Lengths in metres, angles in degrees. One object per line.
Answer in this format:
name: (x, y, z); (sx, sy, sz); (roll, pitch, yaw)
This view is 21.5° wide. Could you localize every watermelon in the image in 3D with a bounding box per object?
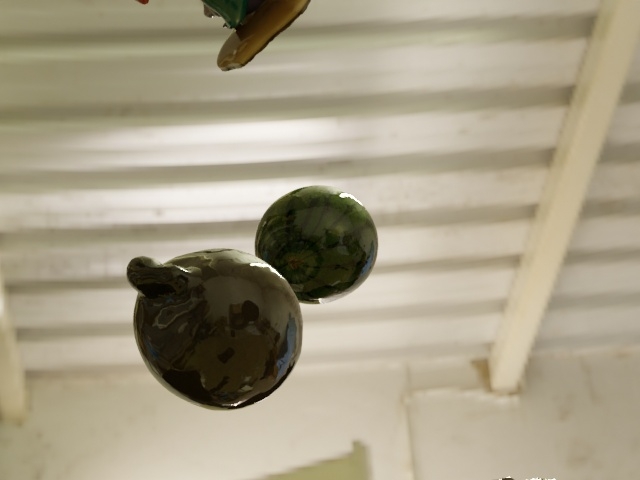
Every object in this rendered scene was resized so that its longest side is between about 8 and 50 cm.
watermelon: (0.000, 0.004, 1.344); (0.109, 0.109, 0.109); (-3, -32, -2)

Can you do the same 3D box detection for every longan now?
longan: (-0.065, 0.047, 1.003); (0.106, 0.106, 0.119); (-27, -55, 32)

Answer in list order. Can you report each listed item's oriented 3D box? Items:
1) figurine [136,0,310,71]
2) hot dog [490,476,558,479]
figurine: (-0.140, -0.328, 1.888); (0.257, 0.208, 0.181); (41, -27, -20)
hot dog: (0.121, 0.339, 1.434); (0.387, 0.267, 0.174); (-1, -6, -27)
